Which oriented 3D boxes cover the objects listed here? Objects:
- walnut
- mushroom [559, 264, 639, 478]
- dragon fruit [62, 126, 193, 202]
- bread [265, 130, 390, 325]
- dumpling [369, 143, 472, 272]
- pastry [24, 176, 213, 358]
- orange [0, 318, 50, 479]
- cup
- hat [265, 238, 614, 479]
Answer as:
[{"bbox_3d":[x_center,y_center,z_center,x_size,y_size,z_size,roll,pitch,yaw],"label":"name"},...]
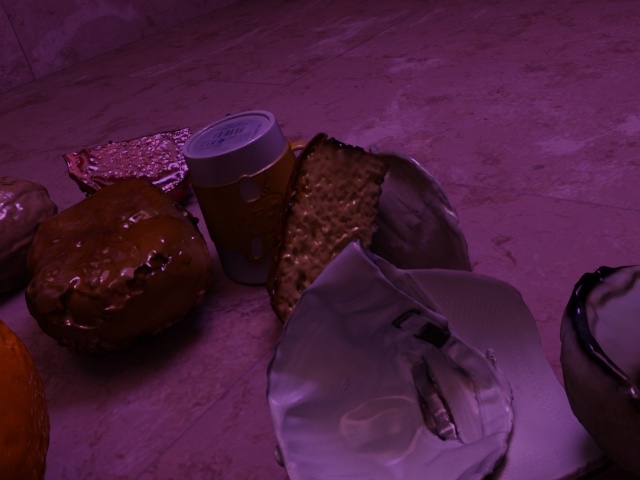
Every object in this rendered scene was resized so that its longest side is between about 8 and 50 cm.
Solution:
[{"bbox_3d":[-0.564,-0.007,1.027,0.198,0.198,0.245,1,31,21],"label":"walnut"},{"bbox_3d":[0.351,0.124,0.505,0.344,0.130,0.247,-5,41,-18],"label":"mushroom"},{"bbox_3d":[-0.349,-0.126,1.192,0.261,0.163,0.189,-19,3,-18],"label":"dragon fruit"},{"bbox_3d":[-0.001,-0.006,0.815,0.129,0.260,0.134,13,2,-14],"label":"bread"},{"bbox_3d":[0.124,-0.045,0.846,0.131,0.179,0.252,-19,30,-12],"label":"dumpling"},{"bbox_3d":[-0.283,0.041,0.869,0.255,0.162,0.311,-18,34,-7],"label":"pastry"},{"bbox_3d":[-0.406,0.184,0.520,0.340,0.340,0.293,-10,4,3],"label":"orange"},{"bbox_3d":[-0.076,-0.078,0.927,0.241,0.226,0.185,-22,32,-2],"label":"cup"},{"bbox_3d":[0.114,0.152,0.573,0.301,0.168,0.258,3,50,-29],"label":"hat"}]
